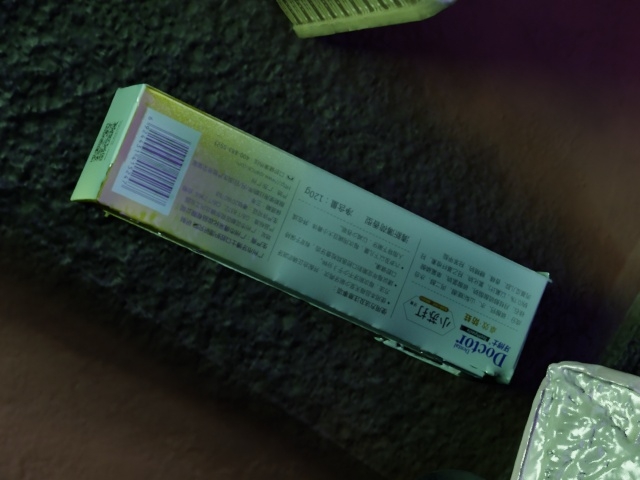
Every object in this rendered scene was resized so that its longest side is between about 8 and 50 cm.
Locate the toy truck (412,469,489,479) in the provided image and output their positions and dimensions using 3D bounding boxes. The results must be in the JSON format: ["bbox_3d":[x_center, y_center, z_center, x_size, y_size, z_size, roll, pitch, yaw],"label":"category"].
[{"bbox_3d":[0.010,0.221,1.139,0.224,0.165,0.147,-24,125,-34],"label":"toy truck"}]

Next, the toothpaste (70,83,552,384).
[{"bbox_3d":[0.000,0.000,1.164,0.313,0.071,0.089,25,80,-21],"label":"toothpaste"}]

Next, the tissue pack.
[{"bbox_3d":[0.205,0.202,1.157,0.271,0.124,0.201,30,72,-62],"label":"tissue pack"}]

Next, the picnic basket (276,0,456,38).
[{"bbox_3d":[0.077,-0.281,1.104,0.313,0.228,0.175,-41,108,-17],"label":"picnic basket"}]
